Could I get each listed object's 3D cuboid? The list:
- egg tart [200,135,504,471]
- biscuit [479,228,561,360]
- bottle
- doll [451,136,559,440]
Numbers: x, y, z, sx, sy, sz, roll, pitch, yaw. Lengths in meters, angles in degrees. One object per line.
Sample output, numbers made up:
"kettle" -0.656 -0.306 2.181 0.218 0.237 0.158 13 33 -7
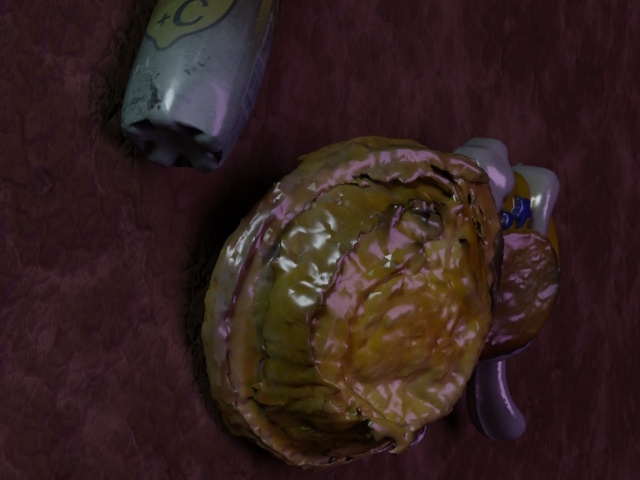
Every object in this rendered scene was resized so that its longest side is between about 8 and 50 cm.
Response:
"egg tart" 0.048 0.062 0.972 0.291 0.107 0.290 -14 114 -33
"biscuit" 0.099 0.057 1.098 0.247 0.029 0.118 -11 110 -26
"bottle" -0.063 -0.175 0.883 0.083 0.083 0.269 47 49 -49
"doll" 0.158 0.038 1.215 0.237 0.111 0.252 40 63 -50
